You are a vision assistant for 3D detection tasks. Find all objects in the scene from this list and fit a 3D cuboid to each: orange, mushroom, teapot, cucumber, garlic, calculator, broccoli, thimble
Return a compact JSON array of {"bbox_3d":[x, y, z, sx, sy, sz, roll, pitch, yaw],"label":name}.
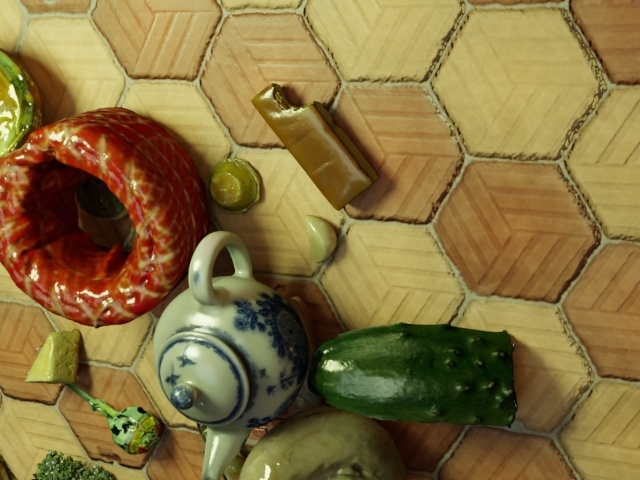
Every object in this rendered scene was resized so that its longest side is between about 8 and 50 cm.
[{"bbox_3d":[-0.620,-0.209,1.697,0.263,0.196,0.334,39,123,0],"label":"orange"},{"bbox_3d":[0.019,0.420,1.540,0.290,0.298,0.297,-160,55,-68],"label":"mushroom"},{"bbox_3d":[-0.156,0.189,1.511,0.253,0.280,0.423,9,111,21],"label":"teapot"},{"bbox_3d":[0.141,0.208,1.477,0.326,0.105,0.145,4,108,2],"label":"cucumber"},{"bbox_3d":[0.000,0.000,1.569,0.053,0.041,0.083,9,118,28],"label":"garlic"},{"bbox_3d":[-0.093,0.238,1.692,0.220,0.048,0.329,5,111,22],"label":"calculator"},{"bbox_3d":[-0.550,0.601,1.950,0.252,0.221,0.361,51,131,9],"label":"broccoli"},{"bbox_3d":[-0.365,-0.039,1.596,0.350,0.230,0.350,4,106,12],"label":"thimble"}]

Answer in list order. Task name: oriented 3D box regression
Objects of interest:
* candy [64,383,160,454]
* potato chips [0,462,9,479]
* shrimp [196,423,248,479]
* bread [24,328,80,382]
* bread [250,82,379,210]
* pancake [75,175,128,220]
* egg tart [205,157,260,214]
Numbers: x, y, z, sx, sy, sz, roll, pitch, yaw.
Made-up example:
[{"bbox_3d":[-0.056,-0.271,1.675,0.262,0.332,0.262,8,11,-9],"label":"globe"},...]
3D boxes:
[{"bbox_3d":[-0.435,0.311,1.867,0.306,0.083,0.091,31,119,22],"label":"candy"},{"bbox_3d":[-0.749,0.492,2.079,0.201,0.049,0.150,46,116,7],"label":"potato chips"},{"bbox_3d":[-0.171,0.448,1.785,0.169,0.058,0.296,-27,103,33],"label":"shrimp"},{"bbox_3d":[-0.518,0.223,1.849,0.080,0.084,0.109,-4,82,32],"label":"bread"},{"bbox_3d":[-0.008,-0.158,1.513,0.088,0.049,0.226,-38,88,30],"label":"bread"},{"bbox_3d":[-0.389,-0.100,1.725,0.140,0.022,0.139,8,109,22],"label":"pancake"},{"bbox_3d":[-0.151,-0.089,1.609,0.105,0.039,0.105,7,108,23],"label":"egg tart"}]
